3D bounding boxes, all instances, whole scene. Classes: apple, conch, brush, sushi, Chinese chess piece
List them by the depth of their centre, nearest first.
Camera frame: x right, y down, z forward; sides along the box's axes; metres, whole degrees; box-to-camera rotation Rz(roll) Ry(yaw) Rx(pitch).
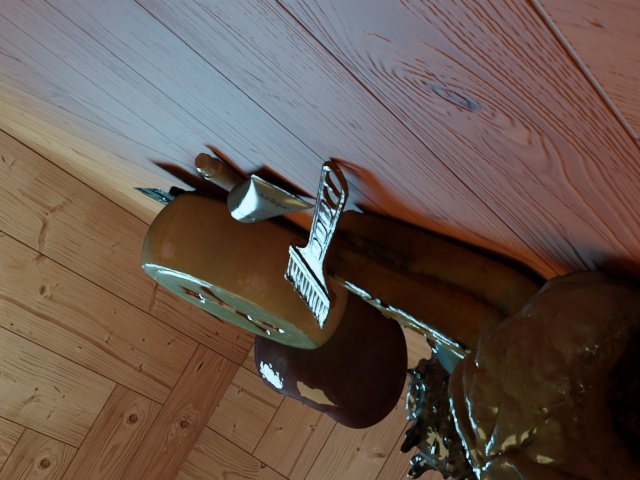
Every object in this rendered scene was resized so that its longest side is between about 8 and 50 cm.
[{"bbox_3d":[0.000,0.000,1.377,0.090,0.017,0.314,55,160,19],"label":"brush"},{"bbox_3d":[-0.117,0.050,2.054,0.338,0.140,0.338,22,167,5],"label":"Chinese chess piece"},{"bbox_3d":[0.213,0.280,2.134,0.240,0.186,0.313,-89,-25,-49],"label":"conch"},{"bbox_3d":[-0.213,-0.065,2.211,0.193,0.040,0.210,28,172,-23],"label":"sushi"},{"bbox_3d":[0.027,0.201,2.375,0.306,0.235,0.306,27,174,3],"label":"apple"}]

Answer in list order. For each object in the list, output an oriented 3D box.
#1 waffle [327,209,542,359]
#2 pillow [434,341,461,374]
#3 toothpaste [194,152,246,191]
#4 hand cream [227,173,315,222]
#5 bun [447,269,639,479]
[{"bbox_3d":[0.151,0.073,1.388,0.224,0.098,0.328,36,176,-33],"label":"waffle"},{"bbox_3d":[0.261,0.170,1.725,0.233,0.086,0.214,27,168,10],"label":"pillow"},{"bbox_3d":[-0.115,-0.076,1.743,0.048,0.031,0.190,23,175,29],"label":"toothpaste"},{"bbox_3d":[-0.074,-0.054,1.645,0.087,0.054,0.186,27,168,-15],"label":"hand cream"},{"bbox_3d":[0.231,0.166,1.050,0.281,0.205,0.281,49,172,9],"label":"bun"}]
